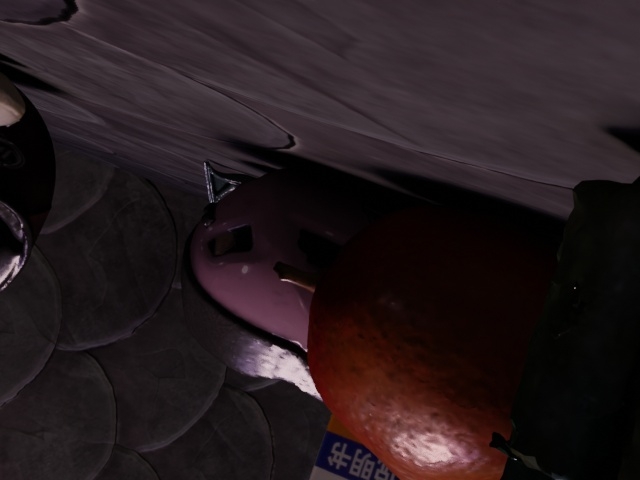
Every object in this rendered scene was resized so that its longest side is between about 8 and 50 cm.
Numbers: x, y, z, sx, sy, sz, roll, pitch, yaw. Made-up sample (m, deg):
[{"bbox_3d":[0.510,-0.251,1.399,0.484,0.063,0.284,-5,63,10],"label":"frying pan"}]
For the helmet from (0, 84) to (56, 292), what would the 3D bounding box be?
[{"bbox_3d":[-0.324,-0.060,0.932,0.189,0.193,0.216,26,170,-41],"label":"helmet"}]

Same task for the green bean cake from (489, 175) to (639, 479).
[{"bbox_3d":[0.212,0.071,0.337,0.241,0.132,0.255,19,177,-32],"label":"green bean cake"}]

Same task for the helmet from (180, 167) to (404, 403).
[{"bbox_3d":[0.017,0.028,0.880,0.253,0.154,0.198,10,-145,-4],"label":"helmet"}]

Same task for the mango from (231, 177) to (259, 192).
[{"bbox_3d":[0.000,0.000,1.053,0.195,0.098,0.137,15,173,4],"label":"mango"}]

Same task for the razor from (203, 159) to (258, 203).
[{"bbox_3d":[-0.035,-0.046,1.186,0.190,0.033,0.066,15,136,21],"label":"razor"}]

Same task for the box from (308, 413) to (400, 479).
[{"bbox_3d":[0.133,0.155,1.112,0.200,0.299,0.106,18,177,22],"label":"box"}]

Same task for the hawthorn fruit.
[{"bbox_3d":[0.070,0.061,0.740,0.226,0.196,0.196,25,179,8],"label":"hawthorn fruit"}]

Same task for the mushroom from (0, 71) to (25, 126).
[{"bbox_3d":[-0.281,-0.120,0.751,0.084,0.071,0.209,-16,168,20],"label":"mushroom"}]
